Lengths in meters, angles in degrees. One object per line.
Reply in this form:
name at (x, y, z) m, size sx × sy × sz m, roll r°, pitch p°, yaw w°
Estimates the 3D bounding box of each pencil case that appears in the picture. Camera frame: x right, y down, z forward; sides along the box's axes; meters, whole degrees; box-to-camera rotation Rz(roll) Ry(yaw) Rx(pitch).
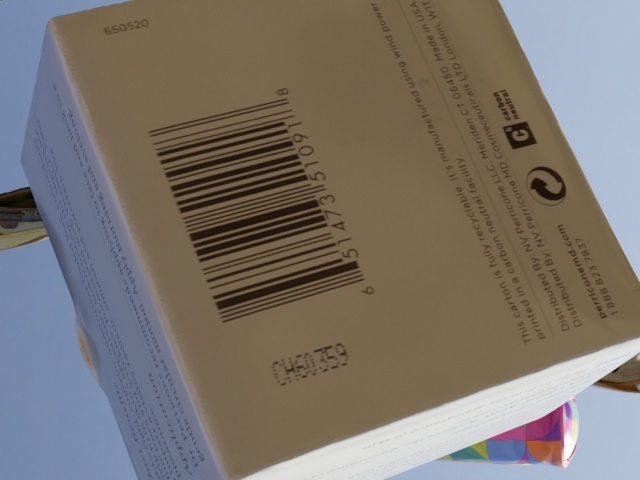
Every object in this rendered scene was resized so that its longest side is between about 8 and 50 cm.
pencil case at (0.145, 0.178, 1.442) m, size 0.236 × 0.104 × 0.104 m, roll 1°, pitch -138°, yaw 18°

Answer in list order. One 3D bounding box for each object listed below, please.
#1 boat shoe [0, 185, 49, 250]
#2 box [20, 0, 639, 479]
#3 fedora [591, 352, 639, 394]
boat shoe at (-0.345, -0.051, 1.836) m, size 0.223 × 0.073 × 0.080 m, roll -18°, pitch -147°, yaw -1°
box at (0.000, 0.000, 0.546) m, size 0.181 × 0.119 × 0.181 m, roll -16°, pitch -107°, yaw -23°
fedora at (0.221, 0.062, 1.187) m, size 0.194 × 0.079 × 0.194 m, roll 15°, pitch -166°, yaw -4°
